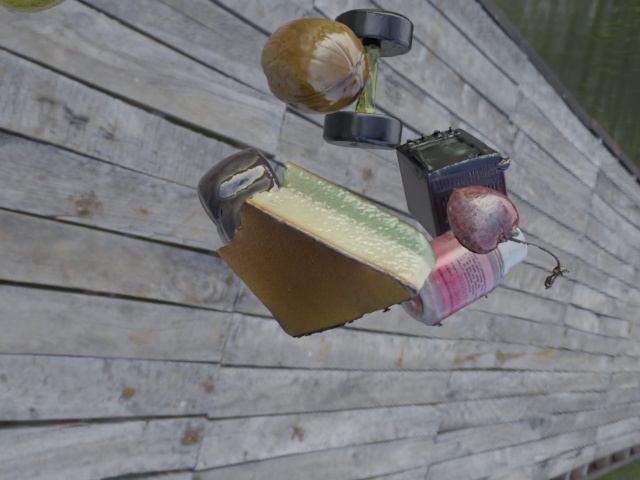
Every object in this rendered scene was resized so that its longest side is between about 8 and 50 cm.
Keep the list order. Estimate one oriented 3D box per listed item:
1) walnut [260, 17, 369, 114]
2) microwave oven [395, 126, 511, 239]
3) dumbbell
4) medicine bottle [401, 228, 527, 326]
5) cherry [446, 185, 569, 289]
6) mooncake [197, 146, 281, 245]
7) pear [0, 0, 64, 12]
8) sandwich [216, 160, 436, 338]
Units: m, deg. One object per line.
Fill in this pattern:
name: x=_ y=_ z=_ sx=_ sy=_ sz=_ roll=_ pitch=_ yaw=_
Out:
walnut: x=-0.010 y=-0.297 z=1.168 sx=0.168 sy=0.207 sz=0.167 roll=-13 pitch=112 yaw=-35
microwave oven: x=0.287 y=-0.131 z=1.487 sx=0.178 sy=0.247 sz=0.188 roll=-15 pitch=113 yaw=-5
dumbbell: x=0.119 y=-0.398 z=1.726 sx=0.204 sy=0.204 sz=0.322 roll=2 pitch=95 yaw=-52
medicine bottle: x=0.264 y=0.050 z=1.287 sx=0.247 sy=0.147 sz=0.147 roll=-27 pitch=122 yaw=-20
cherry: x=0.290 y=0.000 z=1.090 sx=0.225 sy=0.090 sz=0.107 roll=46 pitch=70 yaw=3
mooncake: x=-0.102 y=-0.034 z=1.121 sx=0.133 sy=0.245 sz=0.244 roll=-31 pitch=127 yaw=-10
pear: x=-0.464 y=-0.459 z=1.076 sx=0.197 sy=0.197 sz=0.197 roll=-17 pitch=113 yaw=-49
sandwich: x=0.000 y=0.000 z=0.786 sx=0.186 sy=0.220 sz=0.108 roll=52 pitch=47 yaw=-13
